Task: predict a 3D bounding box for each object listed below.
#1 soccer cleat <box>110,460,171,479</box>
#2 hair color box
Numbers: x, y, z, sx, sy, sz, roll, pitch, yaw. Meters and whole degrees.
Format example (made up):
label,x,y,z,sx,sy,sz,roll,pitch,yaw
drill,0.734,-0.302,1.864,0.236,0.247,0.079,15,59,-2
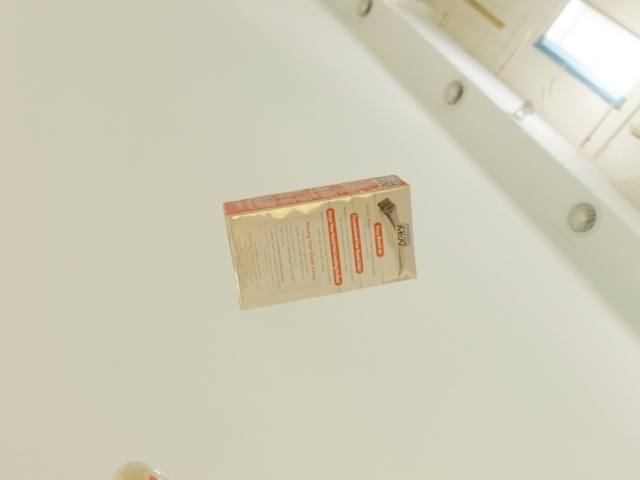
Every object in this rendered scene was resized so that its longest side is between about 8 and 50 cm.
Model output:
label,x,y,z,sx,sy,sz,roll,pitch,yaw
soccer cleat,-0.157,0.285,0.714,0.076,0.068,0.196,22,144,52
hair color box,0.000,0.000,0.663,0.167,0.093,0.053,-9,-161,-7
